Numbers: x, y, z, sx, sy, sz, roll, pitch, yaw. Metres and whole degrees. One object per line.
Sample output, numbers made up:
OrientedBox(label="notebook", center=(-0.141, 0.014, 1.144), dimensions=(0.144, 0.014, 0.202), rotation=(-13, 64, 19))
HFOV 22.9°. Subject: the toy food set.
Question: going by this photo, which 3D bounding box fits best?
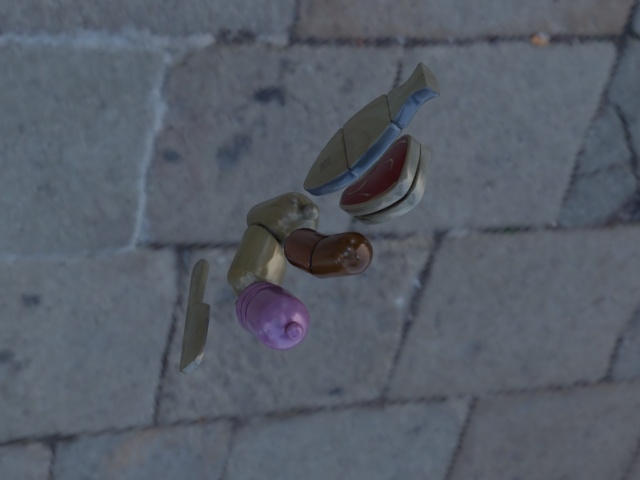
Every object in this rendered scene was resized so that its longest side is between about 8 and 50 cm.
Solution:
OrientedBox(label="toy food set", center=(0.000, 0.000, 0.541), dimensions=(0.019, 0.078, 0.122), rotation=(36, 124, -26))
